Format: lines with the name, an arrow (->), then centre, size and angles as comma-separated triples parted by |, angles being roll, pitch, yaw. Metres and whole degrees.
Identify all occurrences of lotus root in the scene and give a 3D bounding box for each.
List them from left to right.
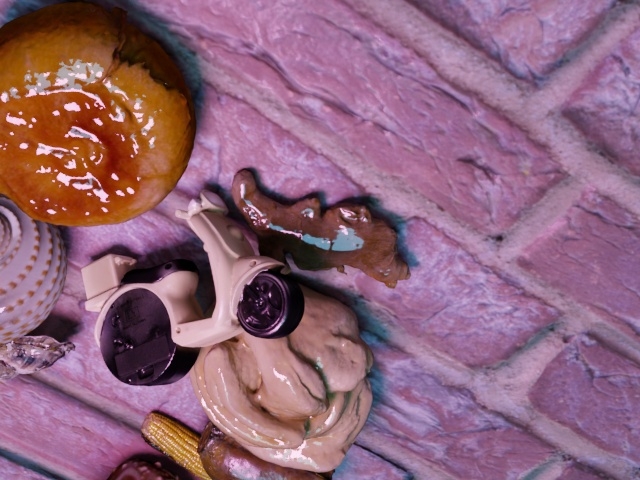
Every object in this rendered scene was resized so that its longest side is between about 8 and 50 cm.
lotus root -> -0.110, 0.441, 1.766 | 0.275, 0.151, 0.160 | 24, 157, -4

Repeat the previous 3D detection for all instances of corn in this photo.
corn -> -0.276, 0.418, 1.813 | 0.072, 0.072, 0.203 | -38, 116, 26

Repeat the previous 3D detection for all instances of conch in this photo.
conch -> -0.569, 0.077, 1.471 | 0.303, 0.215, 0.319 | -5, 130, -12

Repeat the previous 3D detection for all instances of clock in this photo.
clock -> -0.218, 0.080, 1.460 | 0.379, 0.276, 0.120 | -27, 161, 22

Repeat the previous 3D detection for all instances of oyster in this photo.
oyster -> -0.565, 0.209, 1.630 | 0.252, 0.087, 0.199 | -8, 166, -3

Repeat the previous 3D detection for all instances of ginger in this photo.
ginger -> 0.002, 0.000, 1.488 | 0.333, 0.080, 0.166 | 13, 114, -10

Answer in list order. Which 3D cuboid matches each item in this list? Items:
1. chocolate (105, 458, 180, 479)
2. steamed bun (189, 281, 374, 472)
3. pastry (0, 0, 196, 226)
chocolate -> -0.355, 0.589, 1.854 | 0.225, 0.210, 0.340 | 11, 137, 33
steamed bun -> -0.066, 0.251, 1.589 | 0.325, 0.230, 0.372 | -1, 124, 0
pastry -> -0.356, -0.177, 1.332 | 0.356, 0.163, 0.355 | -2, 125, -3
